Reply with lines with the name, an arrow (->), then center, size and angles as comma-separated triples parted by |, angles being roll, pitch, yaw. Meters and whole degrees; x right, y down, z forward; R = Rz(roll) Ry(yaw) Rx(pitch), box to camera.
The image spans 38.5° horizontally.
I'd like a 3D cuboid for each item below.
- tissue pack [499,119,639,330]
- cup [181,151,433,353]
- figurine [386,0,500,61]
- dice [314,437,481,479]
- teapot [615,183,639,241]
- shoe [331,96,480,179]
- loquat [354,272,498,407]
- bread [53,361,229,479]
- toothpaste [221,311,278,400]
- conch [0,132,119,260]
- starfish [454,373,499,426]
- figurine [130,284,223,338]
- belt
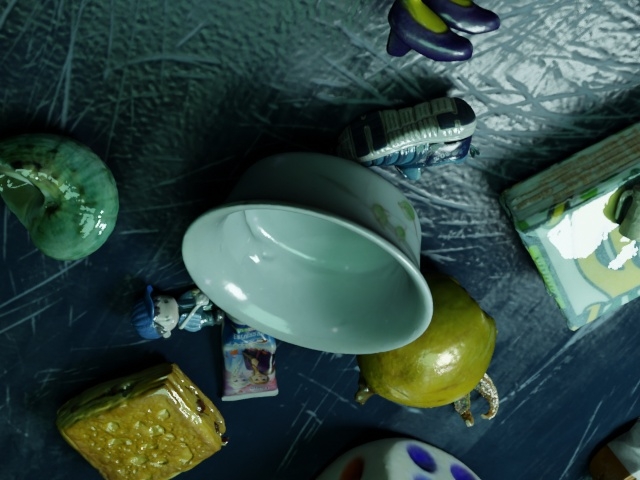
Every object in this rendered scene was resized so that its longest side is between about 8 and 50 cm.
tissue pack -> 0.455, -0.038, 1.367 | 0.311, 0.128, 0.228 | -28, 122, 10
cup -> 0.000, 0.000, 1.263 | 0.347, 0.163, 0.347 | 13, 147, 9
figurine -> 0.161, -0.414, 1.061 | 0.193, 0.154, 0.420 | 31, 130, 15
dice -> 0.136, 0.549, 1.631 | 0.304, 0.277, 0.304 | 31, 116, -23
teapot -> 0.443, -0.042, 1.262 | 0.067, 0.057, 0.083 | 18, 115, 23
shoe -> 0.119, -0.127, 1.277 | 0.207, 0.091, 0.106 | -10, 132, 3
loquat -> 0.143, 0.166, 1.408 | 0.246, 0.213, 0.213 | -40, 121, 8
bread -> -0.288, 0.301, 1.504 | 0.235, 0.099, 0.210 | -25, 122, 15
toothpaste -> -0.116, 0.169, 1.470 | 0.096, 0.061, 0.266 | -4, 131, -7
conch -> -0.354, -0.059, 1.232 | 0.176, 0.122, 0.188 | 1, 124, 16
starfish -> 0.232, 0.233, 1.577 | 0.150, 0.053, 0.210 | -45, 115, 6
figurine -> -0.223, 0.110, 1.408 | 0.136, 0.077, 0.079 | 2, 160, -28
belt -> 0.644, 0.421, 1.728 | 0.261, 0.105, 0.184 | -26, 126, 12
